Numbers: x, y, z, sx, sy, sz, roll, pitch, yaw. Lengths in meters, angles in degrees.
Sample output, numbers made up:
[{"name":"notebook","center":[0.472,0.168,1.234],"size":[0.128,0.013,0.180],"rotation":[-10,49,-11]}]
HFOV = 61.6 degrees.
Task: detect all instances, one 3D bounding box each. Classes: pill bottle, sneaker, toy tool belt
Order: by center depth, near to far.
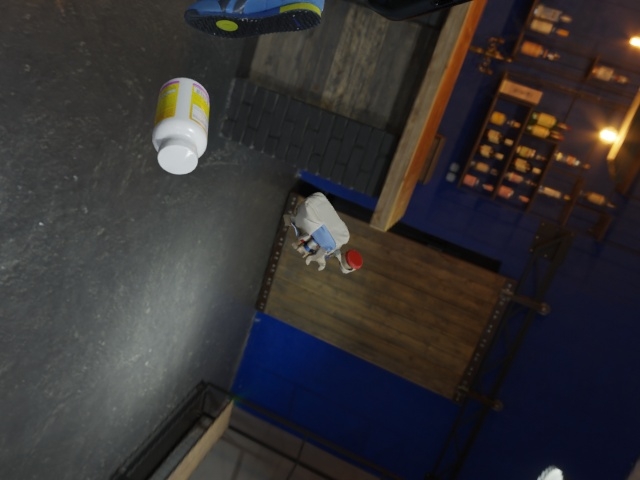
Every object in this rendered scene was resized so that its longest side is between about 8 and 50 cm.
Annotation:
[{"name":"pill bottle","center":[-0.115,-0.094,0.445],"size":[0.043,0.043,0.083],"rotation":[97,-10,-49]},{"name":"toy tool belt","center":[0.000,0.000,0.512],"size":[0.051,0.083,0.052],"rotation":[-35,177,41]},{"name":"sneaker","center":[-0.095,-0.346,0.773],"size":[0.069,0.209,0.082],"rotation":[16,73,-75]}]

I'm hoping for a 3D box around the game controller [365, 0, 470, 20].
[{"name":"game controller","center":[0.117,-0.260,0.371],"size":[0.067,0.319,0.166],"rotation":[-22,109,-23]}]
